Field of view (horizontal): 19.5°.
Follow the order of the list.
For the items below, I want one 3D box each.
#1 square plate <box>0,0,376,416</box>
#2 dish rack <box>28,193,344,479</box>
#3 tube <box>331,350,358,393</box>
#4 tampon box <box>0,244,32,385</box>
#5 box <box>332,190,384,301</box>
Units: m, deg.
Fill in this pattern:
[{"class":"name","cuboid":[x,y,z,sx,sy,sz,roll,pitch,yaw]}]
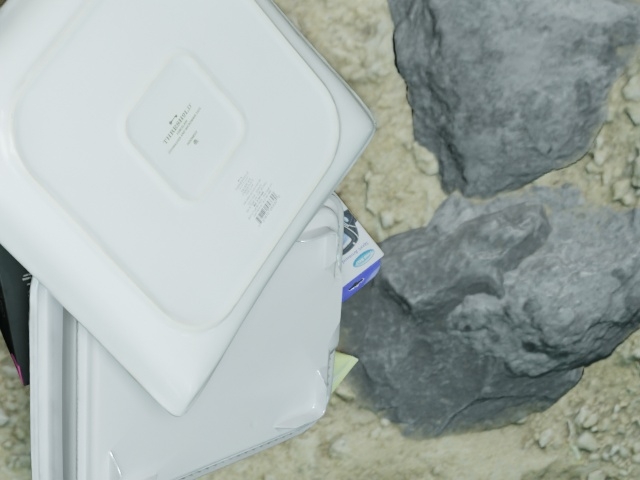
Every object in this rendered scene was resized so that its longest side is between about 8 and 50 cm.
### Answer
[{"class":"square plate","cuboid":[-0.121,-0.092,1.518,0.344,0.049,0.347,48,60,-27]},{"class":"dish rack","cuboid":[-0.101,0.096,1.649,0.333,0.072,0.285,-19,123,-39]},{"class":"tube","cuboid":[-0.072,0.108,1.790,0.070,0.062,0.240,-19,144,41]},{"class":"tampon box","cuboid":[-0.240,0.021,1.629,0.101,0.120,0.161,-15,123,-15]},{"class":"box","cuboid":[0.000,0.000,1.771,0.081,0.028,0.136,-37,128,2]}]
